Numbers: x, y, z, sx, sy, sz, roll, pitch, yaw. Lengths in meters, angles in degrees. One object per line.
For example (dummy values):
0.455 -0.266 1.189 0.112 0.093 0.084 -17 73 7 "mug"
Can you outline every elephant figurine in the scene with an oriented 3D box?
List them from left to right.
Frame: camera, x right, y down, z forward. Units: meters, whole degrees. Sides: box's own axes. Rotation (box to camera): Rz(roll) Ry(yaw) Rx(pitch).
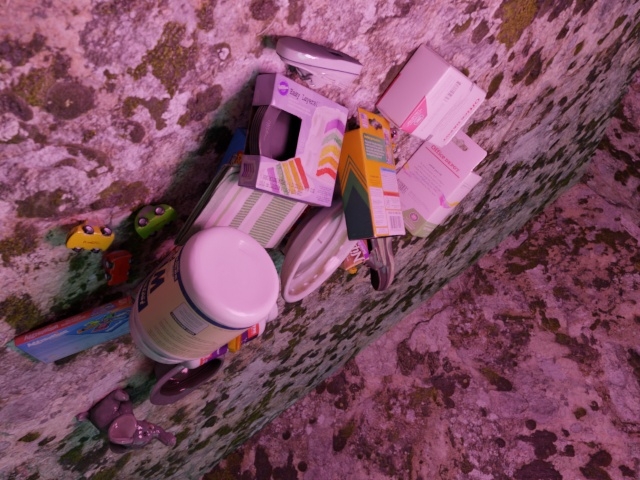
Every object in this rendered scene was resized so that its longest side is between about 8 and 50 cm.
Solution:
-0.622 0.609 1.698 0.186 0.239 0.169 -41 154 3 "elephant figurine"

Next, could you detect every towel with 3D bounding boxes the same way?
-0.161 -0.070 1.267 0.325 0.038 0.248 2 133 -53 "towel"

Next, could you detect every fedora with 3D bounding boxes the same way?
-0.454 0.409 1.733 0.275 0.124 0.244 -40 154 9 "fedora"

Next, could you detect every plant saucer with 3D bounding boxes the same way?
0.000 0.000 1.544 0.400 0.100 0.400 -44 162 -19 "plant saucer"

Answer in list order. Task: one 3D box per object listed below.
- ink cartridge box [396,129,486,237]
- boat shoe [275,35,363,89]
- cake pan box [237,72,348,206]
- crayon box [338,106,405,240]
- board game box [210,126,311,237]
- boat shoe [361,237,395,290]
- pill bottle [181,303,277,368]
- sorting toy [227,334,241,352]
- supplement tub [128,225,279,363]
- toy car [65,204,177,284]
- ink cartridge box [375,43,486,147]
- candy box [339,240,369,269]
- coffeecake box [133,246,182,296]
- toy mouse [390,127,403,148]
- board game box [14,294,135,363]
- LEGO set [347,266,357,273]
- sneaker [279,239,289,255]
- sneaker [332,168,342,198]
0.389 -0.205 1.779 0.353 0.207 0.119 -49 151 20 "ink cartridge box"
-0.004 -0.369 1.135 0.258 0.095 0.084 -5 133 -48 "boat shoe"
-0.058 -0.216 1.177 0.267 0.070 0.245 12 87 -50 "cake pan box"
0.129 -0.165 1.380 0.083 0.322 0.203 -8 178 30 "crayon box"
-0.133 -0.133 1.347 0.308 0.086 0.302 -8 140 -47 "board game box"
0.189 0.032 1.931 0.130 0.132 0.355 -14 118 -17 "boat shoe"
-0.299 0.250 1.623 0.323 0.181 0.181 -22 149 -31 "pill bottle"
-0.241 0.161 1.446 0.229 0.041 0.307 -56 151 -87 "sorting toy"
-0.276 0.136 1.206 0.235 0.235 0.325 -6 157 -49 "supplement tub"
-0.428 -0.017 1.180 0.225 0.053 0.239 -35 154 -11 "toy car"
0.318 -0.396 1.488 0.283 0.117 0.207 4 131 -54 "ink cartridge box"
0.099 -0.005 1.792 0.109 0.053 0.186 -24 115 -29 "candy box"
-0.382 0.108 1.418 0.185 0.068 0.142 -43 151 8 "coffeecake box"
0.167 -0.291 1.531 0.161 0.031 0.143 -35 152 27 "toy mouse"
-0.584 0.225 1.315 0.281 0.027 0.145 -20 152 -8 "board game box"
0.091 0.077 1.963 0.227 0.093 0.087 -19 147 -37 "LEGO set"
-0.015 0.027 1.744 0.108 0.100 0.271 -54 151 16 "sneaker"
0.039 -0.158 1.553 0.115 0.090 0.232 -40 147 16 "sneaker"
